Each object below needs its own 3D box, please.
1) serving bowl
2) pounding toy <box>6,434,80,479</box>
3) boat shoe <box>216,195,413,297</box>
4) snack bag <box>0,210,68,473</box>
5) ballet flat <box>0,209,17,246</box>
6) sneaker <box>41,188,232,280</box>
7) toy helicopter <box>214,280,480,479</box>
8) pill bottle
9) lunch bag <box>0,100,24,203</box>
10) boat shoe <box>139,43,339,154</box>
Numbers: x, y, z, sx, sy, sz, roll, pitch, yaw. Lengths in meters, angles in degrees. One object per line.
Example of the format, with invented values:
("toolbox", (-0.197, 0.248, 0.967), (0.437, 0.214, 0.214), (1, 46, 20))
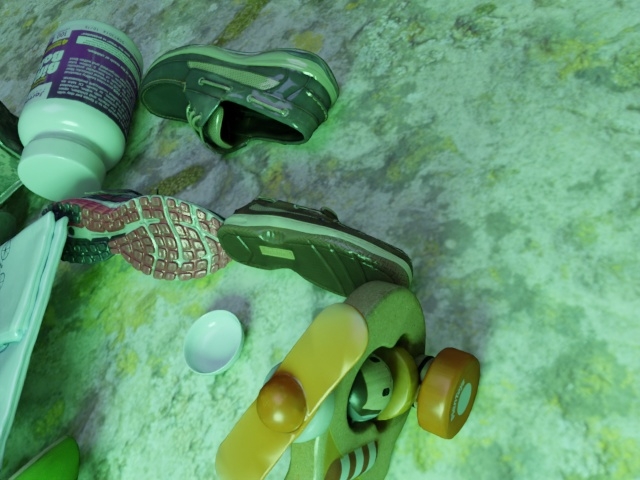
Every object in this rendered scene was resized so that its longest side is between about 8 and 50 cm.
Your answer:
("serving bowl", (-0.128, 0.129, 0.712), (0.083, 0.027, 0.083), (-12, 56, 19))
("pounding toy", (-0.325, 0.327, 0.610), (0.110, 0.237, 0.183), (46, 107, 1))
("boat shoe", (-0.001, -0.006, 0.698), (0.257, 0.095, 0.095), (16, 48, 24))
("snack bag", (-0.475, 0.155, 0.795), (0.323, 0.037, 0.343), (-19, 56, 37))
("ballet flat", (-0.618, 0.045, 0.978), (0.058, 0.084, 0.250), (32, 83, 36))
("sneaker", (-0.250, -0.025, 0.822), (0.299, 0.121, 0.112), (9, 22, 19))
("toy helicopter", (-0.004, 0.193, 0.478), (0.140, 0.235, 0.355), (17, 69, 33))
("pill bottle", (-0.410, -0.219, 0.981), (0.169, 0.169, 0.302), (-13, 55, 19))
("lunch bag", (-0.664, -0.121, 1.025), (0.287, 0.169, 0.235), (-41, 34, -1))
("boat shoe", (-0.149, -0.210, 0.872), (0.355, 0.132, 0.130), (5, 63, 30))
